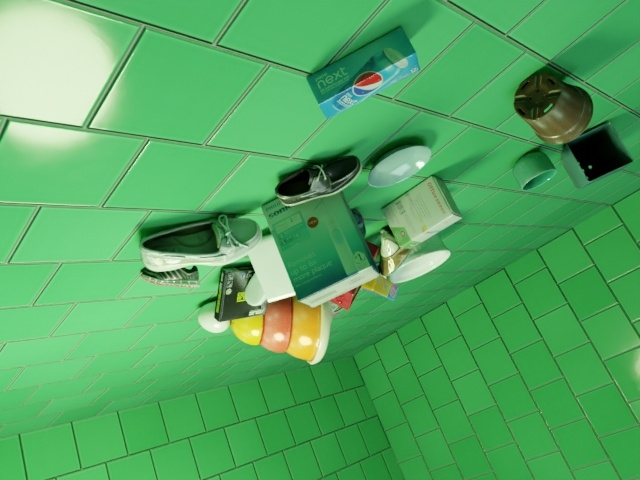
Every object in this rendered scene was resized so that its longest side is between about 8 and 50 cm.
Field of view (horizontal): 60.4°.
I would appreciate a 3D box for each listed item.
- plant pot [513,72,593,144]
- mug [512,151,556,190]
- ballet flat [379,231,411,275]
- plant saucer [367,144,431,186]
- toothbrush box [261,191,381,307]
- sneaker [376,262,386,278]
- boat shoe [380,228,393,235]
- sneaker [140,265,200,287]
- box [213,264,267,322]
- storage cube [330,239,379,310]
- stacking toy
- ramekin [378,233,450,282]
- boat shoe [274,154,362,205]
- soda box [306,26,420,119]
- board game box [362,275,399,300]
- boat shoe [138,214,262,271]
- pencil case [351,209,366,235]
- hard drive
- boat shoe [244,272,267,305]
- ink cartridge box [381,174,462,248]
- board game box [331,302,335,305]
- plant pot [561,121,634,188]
[{"bbox_3d":[0.607,-0.357,1.461,0.165,0.166,0.167,10,142,-43],"label":"plant pot"},{"bbox_3d":[0.737,-0.244,1.938,0.130,0.097,0.157,-11,157,-30],"label":"mug"},{"bbox_3d":[0.297,-0.020,1.962,0.124,0.116,0.342,30,114,-31],"label":"ballet flat"},{"bbox_3d":[0.215,-0.219,1.542,0.195,0.037,0.195,-20,160,-8],"label":"plant saucer"},{"bbox_3d":[0.000,0.000,1.490,0.217,0.295,0.126,-25,158,9],"label":"toothbrush box"},{"bbox_3d":[0.294,0.139,2.441,0.235,0.090,0.094,-4,143,-44],"label":"sneaker"},{"bbox_3d":[0.268,-0.025,2.070,0.142,0.049,0.040,26,93,-55],"label":"boat shoe"},{"bbox_3d":[-0.435,0.095,1.610,0.171,0.074,0.063,7,169,-13],"label":"sneaker"},{"bbox_3d":[-0.259,0.175,1.862,0.191,0.045,0.184,-4,110,-40],"label":"box"},{"bbox_3d":[0.056,0.086,1.802,0.215,0.193,0.183,-59,170,-21],"label":"storage cube"},{"bbox_3d":[-0.218,0.284,2.074,0.480,0.350,0.350,4,152,-13],"label":"stacking toy"},{"bbox_3d":[0.372,0.053,2.231,0.277,0.135,0.277,-20,158,-8],"label":"ramekin"},{"bbox_3d":[-0.005,-0.156,1.401,0.233,0.084,0.079,-22,160,5],"label":"boat shoe"},{"bbox_3d":[0.085,-0.329,1.088,0.210,0.071,0.067,-27,159,10],"label":"soda box"},{"bbox_3d":[0.150,0.151,2.137,0.242,0.064,0.316,16,174,25],"label":"board game box"},{"bbox_3d":[-0.307,0.002,1.435,0.321,0.118,0.103,-9,161,-16],"label":"boat shoe"},{"bbox_3d":[0.112,-0.046,1.817,0.070,0.064,0.151,3,160,9],"label":"pencil case"},{"bbox_3d":[-0.050,0.054,1.656,0.308,0.202,0.040,-17,-165,14],"label":"hard drive"},{"bbox_3d":[-0.130,0.097,1.798,0.102,0.108,0.301,2,129,-54],"label":"boat shoe"},{"bbox_3d":[0.333,-0.091,1.811,0.212,0.154,0.093,-35,156,29],"label":"ink cartridge box"},{"bbox_3d":[-0.036,0.298,2.466,0.304,0.097,0.224,-10,155,-29],"label":"board game box"},{"bbox_3d":[0.990,-0.287,2.015,0.166,0.165,0.234,-25,166,7],"label":"plant pot"}]
